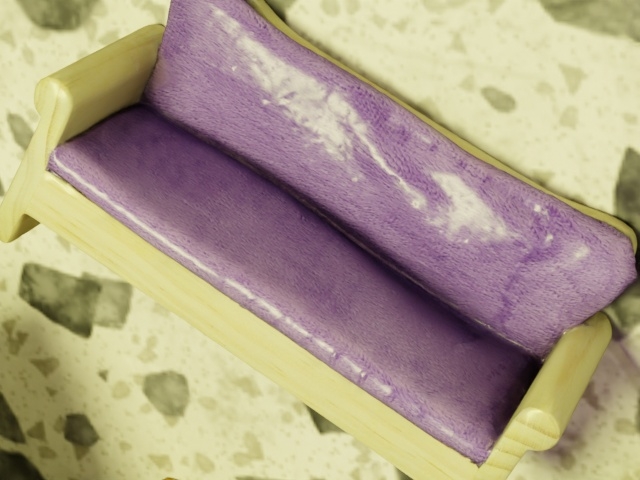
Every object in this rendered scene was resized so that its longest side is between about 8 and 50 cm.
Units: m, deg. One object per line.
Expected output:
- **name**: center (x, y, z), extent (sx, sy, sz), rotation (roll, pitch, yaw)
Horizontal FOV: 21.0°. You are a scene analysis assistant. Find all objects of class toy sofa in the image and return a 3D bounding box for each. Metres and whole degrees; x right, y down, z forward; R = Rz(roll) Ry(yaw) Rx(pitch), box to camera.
- **toy sofa**: center (0.000, 0.000, 1.048), extent (0.362, 0.150, 0.177), rotation (34, 119, 7)

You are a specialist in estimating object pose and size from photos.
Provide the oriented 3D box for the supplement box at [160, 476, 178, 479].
- **supplement box**: center (-0.062, 0.277, 1.154), extent (0.194, 0.191, 0.129), rotation (12, 113, 18)
